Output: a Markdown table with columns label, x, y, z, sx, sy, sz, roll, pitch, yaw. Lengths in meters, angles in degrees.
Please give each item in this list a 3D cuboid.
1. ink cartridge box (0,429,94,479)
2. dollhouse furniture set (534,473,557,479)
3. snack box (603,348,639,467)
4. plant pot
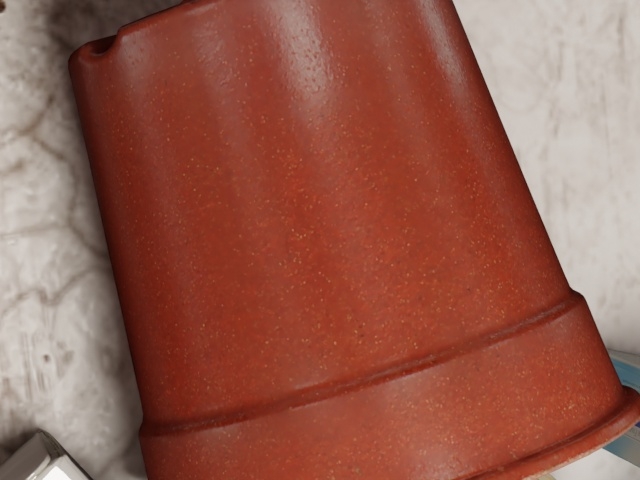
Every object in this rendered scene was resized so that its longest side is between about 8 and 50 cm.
| label | x | y | z | sx | sy | sz | roll | pitch | yaw |
| --- | --- | --- | --- | --- | --- | --- | --- | --- | --- |
| ink cartridge box | -0.138 | 0.238 | 1.041 | 0.160 | 0.092 | 0.219 | -42 | 104 | -8 |
| dollhouse furniture set | 0.165 | 0.182 | 1.117 | 0.184 | 0.129 | 0.129 | 40 | 84 | 9 |
| snack box | 0.328 | 0.131 | 1.109 | 0.322 | 0.187 | 0.060 | 12 | 92 | -16 |
| plant pot | 0.000 | 0.000 | 0.982 | 0.272 | 0.272 | 0.265 | -18 | 92 | -13 |
